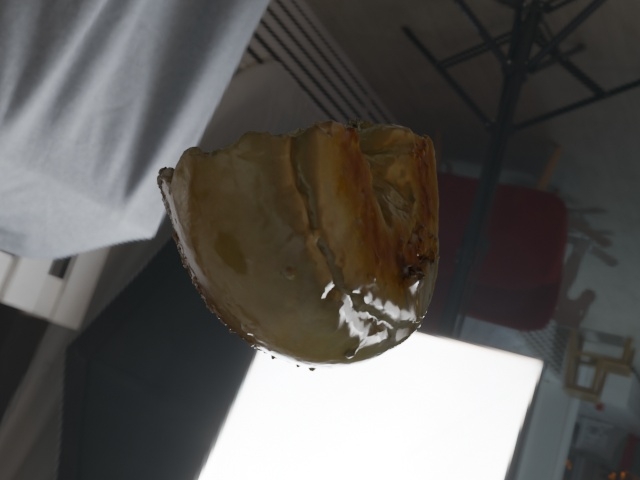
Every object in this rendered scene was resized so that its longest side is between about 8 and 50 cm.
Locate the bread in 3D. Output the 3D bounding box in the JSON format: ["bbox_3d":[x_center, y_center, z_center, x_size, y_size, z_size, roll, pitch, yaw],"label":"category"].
[{"bbox_3d":[0.003,0.003,0.675,0.171,0.192,0.314,-12,-174,26],"label":"bread"}]
